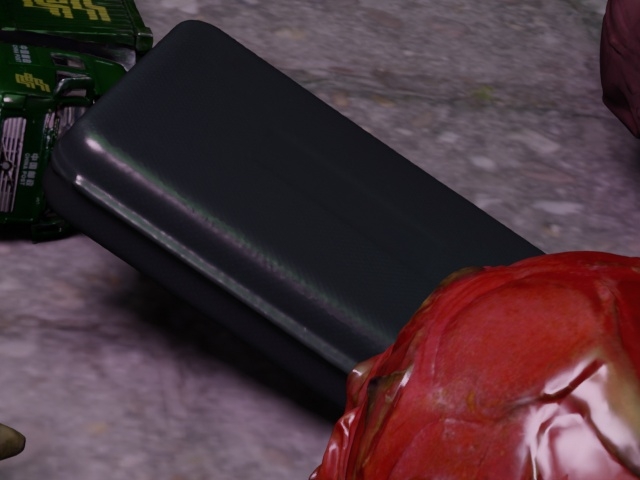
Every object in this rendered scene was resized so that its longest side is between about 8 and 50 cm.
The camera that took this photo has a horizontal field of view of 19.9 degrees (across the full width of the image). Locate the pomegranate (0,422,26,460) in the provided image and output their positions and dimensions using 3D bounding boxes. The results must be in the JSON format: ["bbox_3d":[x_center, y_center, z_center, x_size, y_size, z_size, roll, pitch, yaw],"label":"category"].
[{"bbox_3d":[-0.184,0.067,0.580,0.181,0.182,0.224,21,11,15],"label":"pomegranate"}]

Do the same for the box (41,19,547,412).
[{"bbox_3d":[0.000,0.000,0.810,0.230,0.050,0.160,34,31,-1],"label":"box"}]

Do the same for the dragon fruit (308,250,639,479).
[{"bbox_3d":[0.094,0.091,0.640,0.172,0.172,0.209,-16,41,-41],"label":"dragon fruit"}]

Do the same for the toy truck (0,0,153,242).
[{"bbox_3d":[-0.161,-0.098,0.947,0.121,0.088,0.259,2,30,-19],"label":"toy truck"}]

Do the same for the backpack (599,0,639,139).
[{"bbox_3d":[0.287,-0.111,1.039,0.283,0.197,0.317,19,34,8],"label":"backpack"}]
